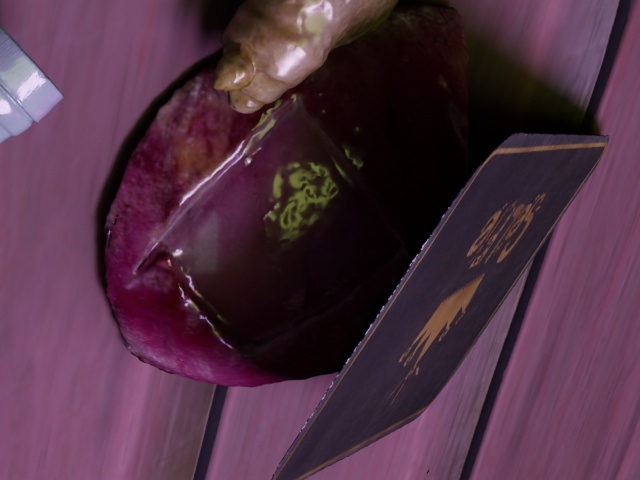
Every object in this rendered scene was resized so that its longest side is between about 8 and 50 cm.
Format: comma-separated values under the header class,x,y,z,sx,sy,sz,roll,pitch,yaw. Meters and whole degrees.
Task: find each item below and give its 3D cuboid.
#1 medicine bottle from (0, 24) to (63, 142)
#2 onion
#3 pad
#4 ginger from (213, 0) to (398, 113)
class,x,y,z,sx,sy,sz,roll,pitch,yaw
medicine bottle,-0.229,-0.024,0.889,0.216,0.090,0.090,-43,138,-3
onion,0.000,0.000,1.076,0.247,0.111,0.250,-18,133,-29
pad,0.123,0.024,1.094,0.315,0.063,0.375,-58,166,13
ginger,0.014,-0.168,0.978,0.137,0.074,0.213,-8,119,-44
